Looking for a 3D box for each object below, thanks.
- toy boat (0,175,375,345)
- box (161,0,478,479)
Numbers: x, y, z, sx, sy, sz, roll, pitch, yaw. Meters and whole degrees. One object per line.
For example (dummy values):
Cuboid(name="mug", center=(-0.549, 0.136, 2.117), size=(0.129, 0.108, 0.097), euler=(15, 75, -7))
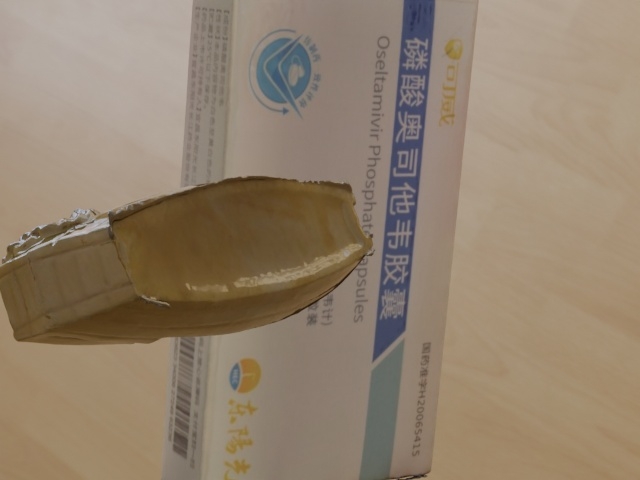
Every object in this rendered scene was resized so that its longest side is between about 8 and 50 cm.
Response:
Cuboid(name="toy boat", center=(-0.051, 0.012, 0.597), size=(0.072, 0.206, 0.064), euler=(-26, 79, 34))
Cuboid(name="box", center=(0.000, 0.000, 0.944), size=(0.065, 0.200, 0.343), euler=(18, 106, 53))
